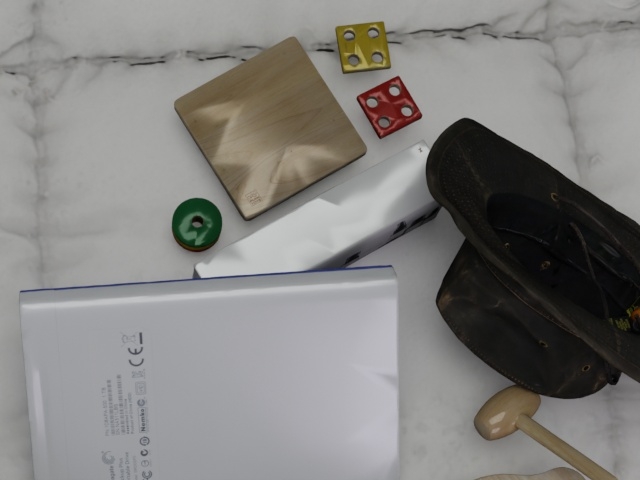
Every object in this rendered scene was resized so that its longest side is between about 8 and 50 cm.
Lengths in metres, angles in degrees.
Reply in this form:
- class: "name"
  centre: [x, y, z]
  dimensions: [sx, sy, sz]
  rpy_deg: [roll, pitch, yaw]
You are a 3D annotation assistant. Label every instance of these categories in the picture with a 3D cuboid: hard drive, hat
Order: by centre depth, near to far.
- class: "hard drive"
  centre: [-0.092, 0.133, 1.631]
  dimensions: [0.319, 0.040, 0.210]
  rpy_deg: [-4, 112, -6]
- class: "hat"
  centre: [0.194, 0.048, 1.667]
  dimensions: [0.331, 0.331, 0.134]
  rpy_deg: [46, 117, 7]

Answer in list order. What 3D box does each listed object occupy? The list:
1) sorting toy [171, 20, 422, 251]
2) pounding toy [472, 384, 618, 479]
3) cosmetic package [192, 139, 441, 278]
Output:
- class: "sorting toy"
  centre: [-0.040, -0.104, 1.754]
  dimensions: [0.274, 0.046, 0.132]
  rpy_deg: [-31, 80, -12]
- class: "pounding toy"
  centre: [0.180, 0.267, 1.617]
  dimensions: [0.154, 0.155, 0.269]
  rpy_deg: [-25, 77, -14]
- class: "cosmetic package"
  centre: [0.000, 0.000, 1.703]
  dimensions: [0.239, 0.099, 0.060]
  rpy_deg: [-29, 79, -11]
